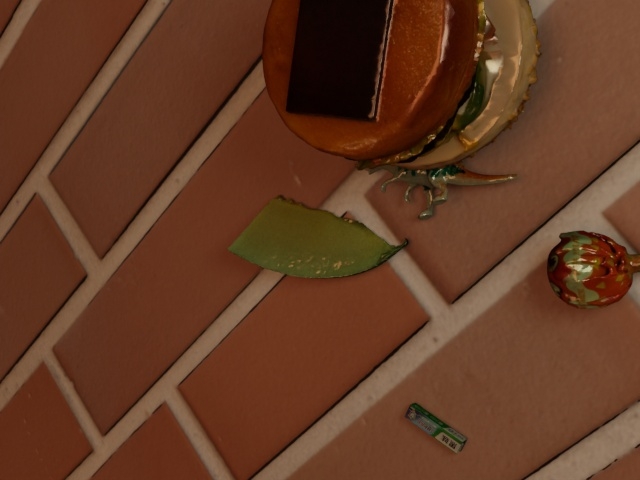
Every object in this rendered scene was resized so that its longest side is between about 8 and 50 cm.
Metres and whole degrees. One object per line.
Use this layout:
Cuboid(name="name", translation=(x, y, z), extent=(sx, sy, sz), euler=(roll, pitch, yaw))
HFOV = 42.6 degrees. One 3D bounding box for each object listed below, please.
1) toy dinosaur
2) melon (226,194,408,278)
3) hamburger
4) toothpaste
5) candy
Cuboid(name="toy dinosaur", translation=(0.144, -0.092, 1.018), extent=(0.187, 0.044, 0.106), euler=(-24, 65, 33))
Cuboid(name="melon", translation=(0.000, 0.000, 1.123), extent=(0.262, 0.053, 0.113), euler=(7, 80, 28))
Cuboid(name="hamburger", translation=(0.094, -0.208, 0.928), extent=(0.291, 0.225, 0.290), euler=(-1, 88, 39))
Cuboid(name="toothpaste", translation=(0.147, 0.240, 1.052), extent=(0.083, 0.017, 0.020), euler=(32, 110, 27))
Cuboid(name="candy", translation=(0.379, 0.014, 0.856), extent=(0.288, 0.078, 0.084), euler=(-11, 118, 29))
